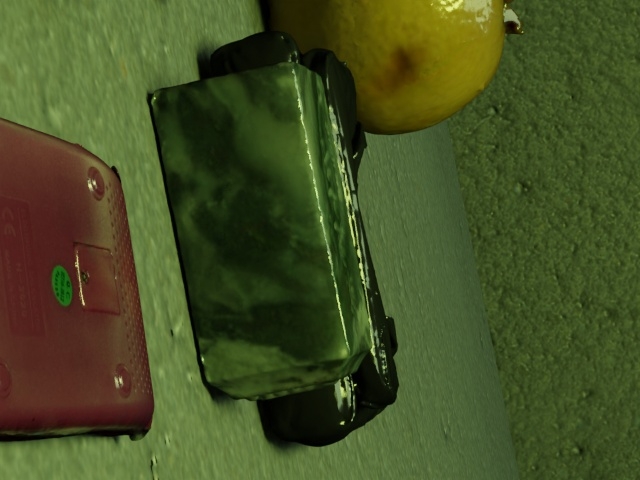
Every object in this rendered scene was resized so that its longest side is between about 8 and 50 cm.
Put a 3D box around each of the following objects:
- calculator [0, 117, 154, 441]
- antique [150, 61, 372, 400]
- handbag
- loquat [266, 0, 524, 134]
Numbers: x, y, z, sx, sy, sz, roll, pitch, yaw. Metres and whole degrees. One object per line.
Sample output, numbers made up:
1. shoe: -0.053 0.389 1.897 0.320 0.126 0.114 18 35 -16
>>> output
1. calculator: -0.105 0.018 0.618 0.190 0.034 0.126 26 55 -76
2. antique: -0.030 -0.002 0.886 0.088 0.086 0.183 -3 81 -79
3. handbag: 0.000 0.000 1.072 0.244 0.088 0.275 26 52 -82
4. loquat: 0.060 -0.187 1.259 0.208 0.208 0.208 -12 90 -80
